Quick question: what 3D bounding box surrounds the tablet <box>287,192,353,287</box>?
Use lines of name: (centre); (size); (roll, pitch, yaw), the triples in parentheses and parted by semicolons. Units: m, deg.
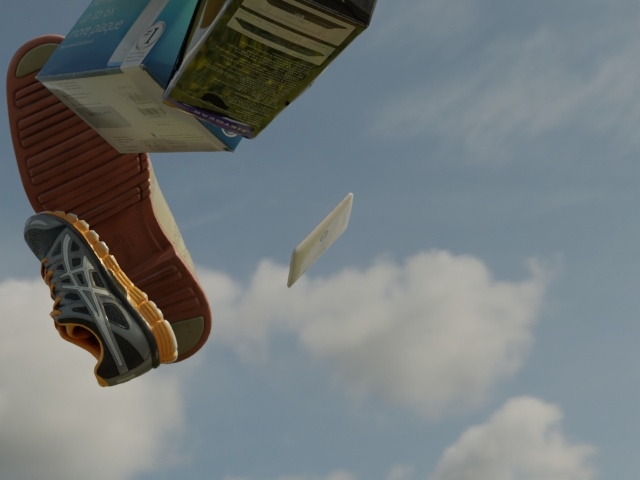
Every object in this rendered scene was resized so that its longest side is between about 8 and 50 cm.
tablet: (0.000, 0.000, 1.121); (0.006, 0.083, 0.054); (33, -33, 16)

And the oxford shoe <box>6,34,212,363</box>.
oxford shoe: (-0.248, -0.050, 1.522); (0.140, 0.397, 0.146); (-21, 19, -3)

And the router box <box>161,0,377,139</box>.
router box: (-0.001, -0.248, 0.903); (0.081, 0.309, 0.243); (22, -18, -13)

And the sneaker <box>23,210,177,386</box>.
sneaker: (-0.229, 0.053, 1.281); (0.083, 0.215, 0.084); (-34, -29, -22)

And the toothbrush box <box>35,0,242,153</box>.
toothbrush box: (-0.106, -0.234, 1.290); (0.126, 0.296, 0.216); (45, -22, -30)
